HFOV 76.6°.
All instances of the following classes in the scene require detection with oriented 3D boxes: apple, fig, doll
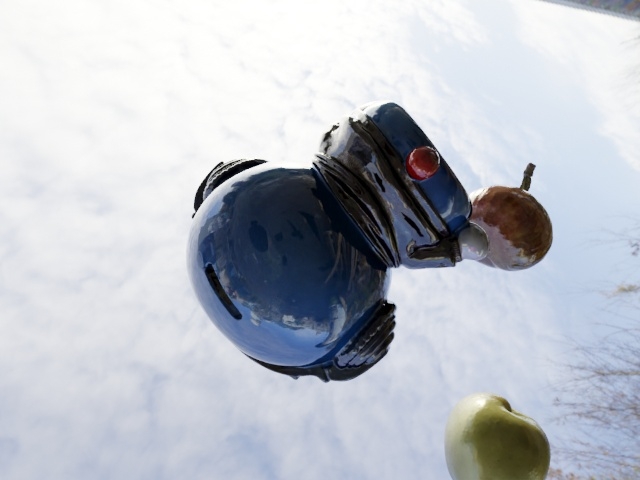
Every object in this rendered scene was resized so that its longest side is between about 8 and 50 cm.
[{"bbox_3d":[0.327,0.389,0.761,0.200,0.200,0.200,14,-125,-20],"label":"apple"},{"bbox_3d":[0.316,-0.031,0.709,0.202,0.149,0.148,-45,-60,-59],"label":"fig"},{"bbox_3d":[0.000,0.000,0.454,0.284,0.310,0.240,56,-166,9],"label":"doll"}]
